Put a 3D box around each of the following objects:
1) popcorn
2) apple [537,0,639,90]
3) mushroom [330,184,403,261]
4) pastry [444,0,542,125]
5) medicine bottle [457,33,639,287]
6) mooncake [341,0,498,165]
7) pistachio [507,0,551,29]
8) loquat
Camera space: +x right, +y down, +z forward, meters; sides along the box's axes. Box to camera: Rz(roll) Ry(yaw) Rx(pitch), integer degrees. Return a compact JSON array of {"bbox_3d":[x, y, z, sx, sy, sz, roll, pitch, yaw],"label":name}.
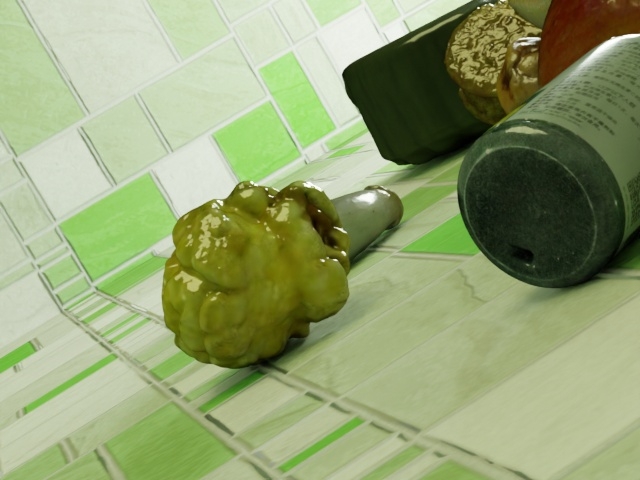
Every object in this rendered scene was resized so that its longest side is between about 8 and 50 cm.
[{"bbox_3d":[-0.057,0.040,1.648,0.203,0.200,0.226,2,-12,24],"label":"popcorn"},{"bbox_3d":[0.377,-0.224,1.704,0.346,0.179,0.254,-30,47,13],"label":"apple"},{"bbox_3d":[0.000,0.000,1.951,0.270,0.103,0.118,-22,9,-25],"label":"mushroom"},{"bbox_3d":[0.270,-0.245,2.195,0.189,0.103,0.189,-13,49,16],"label":"pastry"},{"bbox_3d":[0.242,-0.083,1.313,0.141,0.141,0.293,-23,10,45],"label":"medicine bottle"},{"bbox_3d":[0.222,-0.260,2.456,0.356,0.194,0.356,-26,6,3],"label":"mooncake"},{"bbox_3d":[0.401,-0.363,1.967,0.365,0.281,0.445,-9,0,16],"label":"pistachio"},{"bbox_3d":[0.276,-0.188,1.989,0.113,0.137,0.137,-10,14,19],"label":"loquat"}]
